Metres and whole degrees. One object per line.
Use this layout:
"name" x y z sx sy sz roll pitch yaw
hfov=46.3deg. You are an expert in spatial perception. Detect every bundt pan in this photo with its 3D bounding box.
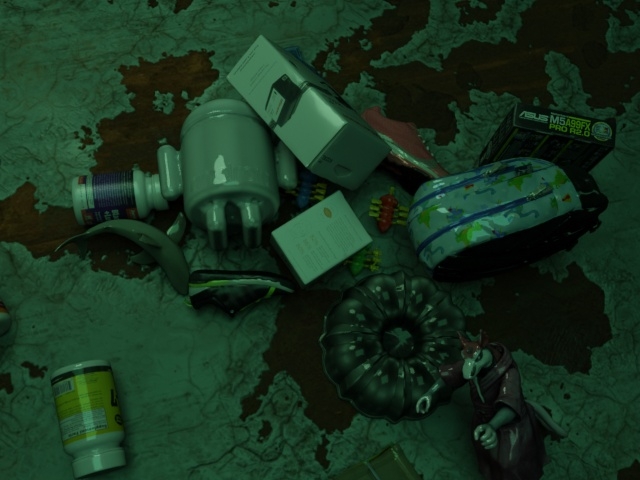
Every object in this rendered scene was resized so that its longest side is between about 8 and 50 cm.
"bundt pan" 0.163 0.207 1.557 0.331 0.124 0.330 1 71 -4

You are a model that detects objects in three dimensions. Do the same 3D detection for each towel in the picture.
"towel" -0.068 -0.411 1.789 0.067 0.029 0.119 -14 65 -8

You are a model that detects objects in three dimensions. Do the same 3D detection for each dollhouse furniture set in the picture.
"dollhouse furniture set" 0.138 0.583 1.457 0.198 0.151 0.301 -17 54 -32

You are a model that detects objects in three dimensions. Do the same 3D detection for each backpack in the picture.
"backpack" 0.359 -0.038 1.570 0.355 0.290 0.273 -31 78 -12

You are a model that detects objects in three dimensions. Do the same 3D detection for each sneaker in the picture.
"sneaker" -0.171 0.115 1.596 0.235 0.084 0.097 3 95 -3
"sneaker" 0.206 -0.204 1.705 0.314 0.116 0.136 33 70 7

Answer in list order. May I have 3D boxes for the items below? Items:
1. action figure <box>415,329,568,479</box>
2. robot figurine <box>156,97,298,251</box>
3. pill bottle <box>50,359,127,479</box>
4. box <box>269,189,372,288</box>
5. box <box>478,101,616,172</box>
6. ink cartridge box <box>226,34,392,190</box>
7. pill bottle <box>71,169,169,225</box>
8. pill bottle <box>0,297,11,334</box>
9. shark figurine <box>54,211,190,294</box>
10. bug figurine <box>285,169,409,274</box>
"action figure" 0.346 0.307 1.395 0.276 0.248 0.370 -26 117 -17
"robot figurine" -0.194 -0.155 1.596 0.300 0.200 0.353 -4 63 -11
"pill bottle" -0.448 0.348 1.457 0.119 0.119 0.208 -14 74 -10
"box" 0.000 0.000 1.560 0.170 0.091 0.130 -32 84 -11
"box" 0.488 -0.196 1.645 0.216 0.270 0.060 12 72 0
"ink cartridge box" -0.022 -0.269 1.598 0.129 0.223 0.307 -48 63 15
"pill bottle" -0.428 -0.095 1.615 0.194 0.108 0.108 -7 72 -7
"pill bottle" -0.728 0.100 1.516 0.121 0.121 0.221 -30 76 -14
"shark figurine" -0.391 0.000 1.562 0.278 0.116 0.166 18 95 -4
"bug figurine" 0.045 -0.044 1.659 0.279 0.072 0.216 17 77 -4
